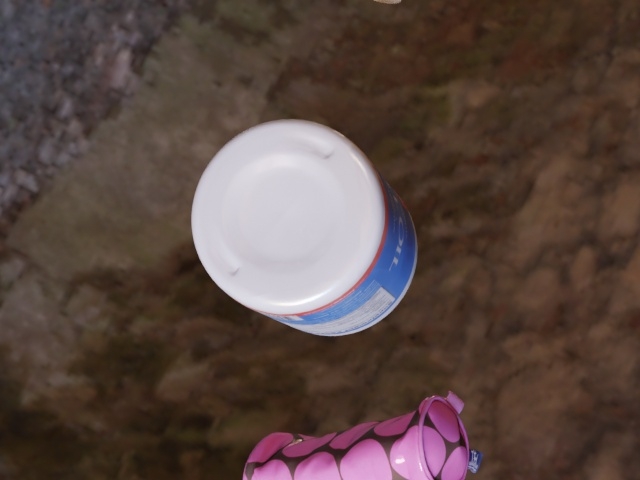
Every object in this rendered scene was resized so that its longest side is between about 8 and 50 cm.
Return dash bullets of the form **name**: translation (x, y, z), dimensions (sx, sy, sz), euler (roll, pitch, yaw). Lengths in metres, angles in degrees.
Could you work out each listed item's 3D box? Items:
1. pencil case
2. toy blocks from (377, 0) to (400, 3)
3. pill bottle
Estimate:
- **pencil case**: translation (0.032, 0.195, 1.245), dimensions (0.209, 0.095, 0.098), euler (-17, -138, 33)
- **toy blocks**: translation (-0.005, -0.386, 1.217), dimensions (0.309, 0.288, 0.260), euler (117, -12, -84)
- **pill bottle**: translation (0.000, 0.000, 0.958), dimensions (0.124, 0.124, 0.221), euler (-64, 166, -2)
